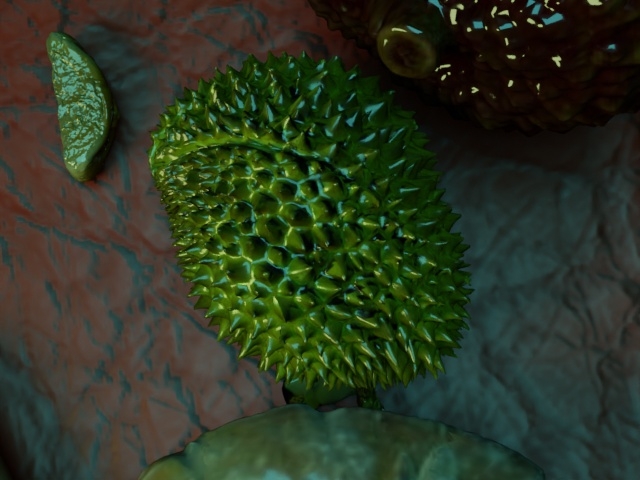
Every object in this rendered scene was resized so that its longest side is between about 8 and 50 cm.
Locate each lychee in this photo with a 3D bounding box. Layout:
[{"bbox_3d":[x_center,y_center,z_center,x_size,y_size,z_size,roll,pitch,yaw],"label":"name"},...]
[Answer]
[{"bbox_3d":[0.106,-0.174,0.511,0.236,0.236,0.271,39,55,6],"label":"lychee"}]

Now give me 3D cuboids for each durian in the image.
[{"bbox_3d":[0.001,-0.006,0.522,0.146,0.159,0.198,-34,83,2],"label":"durian"}]

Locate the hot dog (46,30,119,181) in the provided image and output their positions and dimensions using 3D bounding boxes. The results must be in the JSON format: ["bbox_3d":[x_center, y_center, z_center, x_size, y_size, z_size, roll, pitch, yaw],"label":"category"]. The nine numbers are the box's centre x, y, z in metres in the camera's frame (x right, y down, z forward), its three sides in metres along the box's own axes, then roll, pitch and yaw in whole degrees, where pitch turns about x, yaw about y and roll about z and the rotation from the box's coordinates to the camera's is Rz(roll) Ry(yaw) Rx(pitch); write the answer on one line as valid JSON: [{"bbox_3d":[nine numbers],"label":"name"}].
[{"bbox_3d":[-0.136,-0.080,0.601,0.034,0.030,0.090,-9,82,-1],"label":"hot dog"}]

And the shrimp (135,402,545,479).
[{"bbox_3d":[0.095,0.202,0.507,0.446,0.110,0.221,7,89,0],"label":"shrimp"}]

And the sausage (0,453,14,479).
[{"bbox_3d":[-0.166,0.195,0.548,0.066,0.066,0.301,-29,83,-3],"label":"sausage"}]
